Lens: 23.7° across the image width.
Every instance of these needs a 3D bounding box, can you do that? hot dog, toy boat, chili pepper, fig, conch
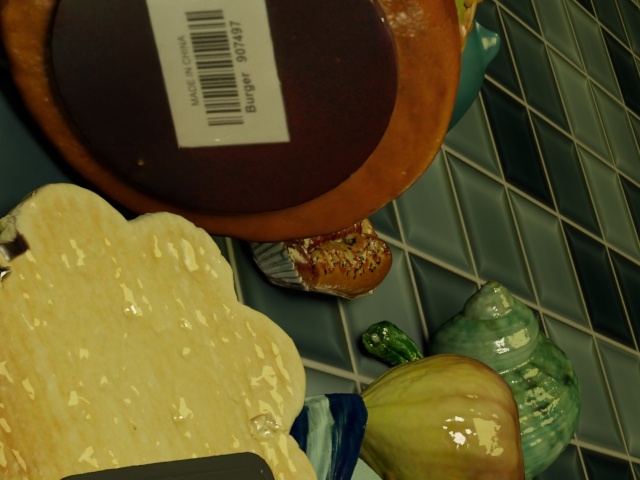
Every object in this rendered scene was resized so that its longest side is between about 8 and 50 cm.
[{"bbox_3d":[0.000,0.000,1.316,0.191,0.059,0.108,0,62,-61],"label":"hot dog"},{"bbox_3d":[0.026,0.255,1.112,0.210,0.070,0.292,-44,109,-46],"label":"toy boat"},{"bbox_3d":[0.070,0.107,1.390,0.118,0.035,0.055,58,38,-39],"label":"chili pepper"},{"bbox_3d":[0.077,0.149,1.233,0.231,0.143,0.160,45,37,-39],"label":"fig"},{"bbox_3d":[0.170,0.140,1.452,0.175,0.122,0.188,-13,75,-40],"label":"conch"}]

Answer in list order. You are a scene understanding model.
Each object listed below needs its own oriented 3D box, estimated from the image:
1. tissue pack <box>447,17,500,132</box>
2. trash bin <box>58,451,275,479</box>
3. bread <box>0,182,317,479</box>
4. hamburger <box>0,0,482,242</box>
[{"bbox_3d":[0.016,-0.206,1.333,0.198,0.206,0.287,-9,72,-63],"label":"tissue pack"},{"bbox_3d":[-0.139,0.186,0.689,0.165,0.225,0.115,5,65,-61],"label":"trash bin"},{"bbox_3d":[-0.121,0.105,0.953,0.316,0.054,0.316,30,45,-35],"label":"bread"},{"bbox_3d":[-0.048,-0.177,1.078,0.330,0.330,0.250,51,28,-30],"label":"hamburger"}]
